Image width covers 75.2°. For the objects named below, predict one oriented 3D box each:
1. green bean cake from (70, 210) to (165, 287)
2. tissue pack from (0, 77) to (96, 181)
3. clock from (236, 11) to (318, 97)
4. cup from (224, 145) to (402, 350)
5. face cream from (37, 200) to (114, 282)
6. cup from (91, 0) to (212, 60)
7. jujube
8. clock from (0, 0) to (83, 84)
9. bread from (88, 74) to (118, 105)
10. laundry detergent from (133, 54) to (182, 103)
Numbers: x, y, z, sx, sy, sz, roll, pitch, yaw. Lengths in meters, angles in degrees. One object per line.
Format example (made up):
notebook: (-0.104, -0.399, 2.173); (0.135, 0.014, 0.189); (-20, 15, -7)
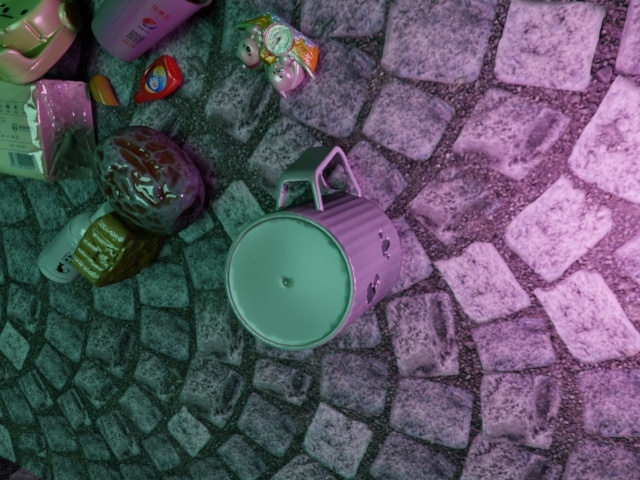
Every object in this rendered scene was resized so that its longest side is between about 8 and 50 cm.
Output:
green bean cake: (-0.582, 0.016, 1.231); (0.131, 0.230, 0.224); (42, 111, 5)
tissue pack: (-0.900, -0.348, 1.267); (0.381, 0.207, 0.297); (12, 109, 18)
clock: (-0.108, -0.445, 0.989); (0.231, 0.103, 0.144); (39, 106, 7)
cup: (-0.019, 0.014, 0.927); (0.310, 0.392, 0.400); (-30, 87, 19)
face cream: (-0.746, -0.011, 1.328); (0.370, 0.145, 0.145); (-35, 89, 27)
cup: (-0.440, -0.595, 1.045); (0.289, 0.203, 0.203); (-25, 94, 31)
jujube: (-0.469, -0.169, 1.132); (0.308, 0.215, 0.246); (35, 97, 4)
clock: (-0.806, -0.598, 1.134); (0.286, 0.117, 0.348); (21, 72, 22)
bread: (-0.649, -0.434, 1.234); (0.062, 0.049, 0.103); (-21, 94, 25)
laundry detergent: (-0.466, -0.440, 1.161); (0.165, 0.049, 0.097); (-22, 88, 26)
